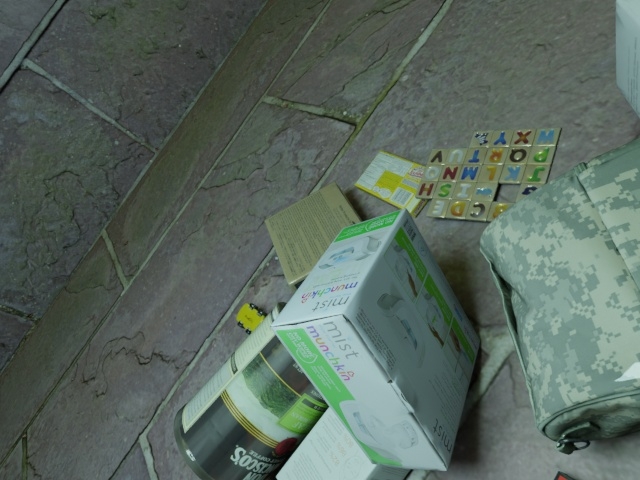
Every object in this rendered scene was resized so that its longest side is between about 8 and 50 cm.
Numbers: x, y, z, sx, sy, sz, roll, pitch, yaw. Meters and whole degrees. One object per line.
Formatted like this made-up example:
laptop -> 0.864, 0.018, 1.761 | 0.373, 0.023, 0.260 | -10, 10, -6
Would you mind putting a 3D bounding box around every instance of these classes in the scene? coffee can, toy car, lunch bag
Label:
coffee can -> -0.094, 0.277, 0.812 | 0.275, 0.201, 0.201 | -48, 38, 5
toy car -> -0.088, 0.201, 0.990 | 0.225, 0.053, 0.239 | -37, 42, 20
lunch bag -> 0.338, 0.063, 0.523 | 0.256, 0.212, 0.305 | -27, 45, 29

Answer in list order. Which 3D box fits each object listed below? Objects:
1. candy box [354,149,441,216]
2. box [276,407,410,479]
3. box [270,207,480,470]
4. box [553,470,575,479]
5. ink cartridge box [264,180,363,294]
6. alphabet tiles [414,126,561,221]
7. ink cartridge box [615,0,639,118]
candy box -> 0.167, -0.130, 0.995 | 0.105, 0.027, 0.206 | -51, 38, -1
box -> 0.036, 0.361, 0.709 | 0.170, 0.091, 0.130 | -52, 39, 1
box -> 0.097, 0.131, 0.624 | 0.127, 0.262, 0.231 | -17, 24, 39
box -> 0.309, 0.338, 0.495 | 0.137, 0.027, 0.094 | 22, 78, 51
ink cartridge box -> 0.000, 0.000, 0.981 | 0.193, 0.088, 0.235 | -28, 40, 1
alphabet tiles -> 0.300, -0.125, 0.847 | 0.237, 0.009, 0.198 | 8, 69, 41
ink cartridge box -> 0.553, -0.176, 0.487 | 0.285, 0.166, 0.395 | -20, 48, 21
